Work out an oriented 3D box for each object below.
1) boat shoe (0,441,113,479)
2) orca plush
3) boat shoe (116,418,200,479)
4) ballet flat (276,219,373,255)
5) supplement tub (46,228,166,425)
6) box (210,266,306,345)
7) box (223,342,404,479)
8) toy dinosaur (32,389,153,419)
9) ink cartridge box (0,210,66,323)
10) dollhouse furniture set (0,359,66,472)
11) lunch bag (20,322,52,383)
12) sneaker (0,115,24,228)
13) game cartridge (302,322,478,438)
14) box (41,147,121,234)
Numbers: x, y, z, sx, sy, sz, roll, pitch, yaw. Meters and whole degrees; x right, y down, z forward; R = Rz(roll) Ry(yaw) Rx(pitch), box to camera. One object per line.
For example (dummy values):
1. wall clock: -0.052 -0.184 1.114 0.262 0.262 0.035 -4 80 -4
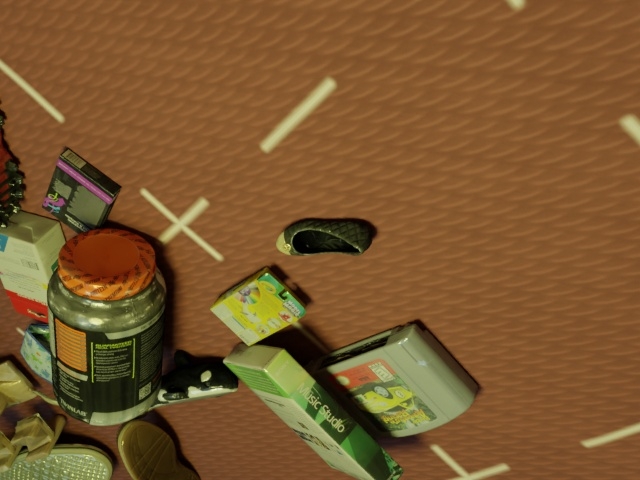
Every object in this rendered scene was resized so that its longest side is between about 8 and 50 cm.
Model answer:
1. boat shoe: -0.756 0.605 2.101 0.500 0.156 0.186 -17 114 26
2. orca plush: -0.276 0.279 1.602 0.151 0.102 0.287 1 163 -33
3. boat shoe: -0.403 0.520 1.837 0.123 0.123 0.342 15 148 33
4. ballet flat: 0.000 0.000 1.195 0.173 0.049 0.057 -6 123 34
5. supplement tub: -0.391 0.159 1.431 0.207 0.207 0.338 21 127 12
6. box: -0.104 0.113 1.362 0.105 0.043 0.179 46 137 -13
7. box: -0.019 0.315 1.420 0.322 0.058 0.232 46 159 -15
8. toy dinosaur: -0.495 0.352 1.708 0.268 0.064 0.118 15 148 -14
9. ink cartridge box: -0.566 0.057 1.551 0.134 0.078 0.231 15 134 19
10. dollhouse furniture set: -0.895 0.387 1.986 0.394 0.256 0.362 -23 117 18
11. lunch bag: -0.586 0.250 1.722 0.151 0.096 0.129 27 138 -8
12. sneaker: -0.620 -0.145 1.389 0.135 0.097 0.276 15 132 18
13. game cartridge: 0.116 0.257 1.356 0.196 0.060 0.294 44 136 -17
14. box: -0.429 -0.076 1.391 0.116 0.029 0.162 38 135 -4
